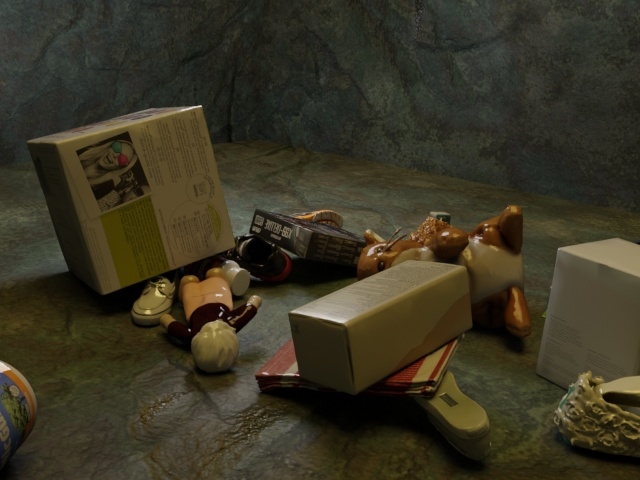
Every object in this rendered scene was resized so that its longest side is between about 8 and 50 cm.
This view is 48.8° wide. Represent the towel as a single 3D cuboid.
[{"bbox_3d":[0.075,0.211,1.273,0.328,0.037,0.237,-3,16,24],"label":"towel"}]

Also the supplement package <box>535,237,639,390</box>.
[{"bbox_3d":[0.566,0.155,1.334,0.198,0.263,0.199,-7,20,-34],"label":"supplement package"}]

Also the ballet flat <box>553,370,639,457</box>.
[{"bbox_3d":[0.587,0.289,1.117,0.408,0.147,0.147,7,16,5],"label":"ballet flat"}]

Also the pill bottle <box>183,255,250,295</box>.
[{"bbox_3d":[-0.246,0.081,1.686,0.151,0.086,0.086,14,19,32],"label":"pill bottle"}]

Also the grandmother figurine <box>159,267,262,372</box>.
[{"bbox_3d":[-0.217,0.158,1.429,0.207,0.104,0.342,-23,22,-2],"label":"grandmother figurine"}]

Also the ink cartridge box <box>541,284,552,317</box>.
[{"bbox_3d":[0.629,0.143,1.752,0.108,0.062,0.209,14,19,27],"label":"ink cartridge box"}]

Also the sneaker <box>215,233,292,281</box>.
[{"bbox_3d":[-0.211,0.032,1.771,0.275,0.098,0.135,8,-22,10],"label":"sneaker"}]

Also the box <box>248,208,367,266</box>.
[{"bbox_3d":[0.000,0.000,1.913,0.307,0.077,0.242,11,8,-44],"label":"box"}]

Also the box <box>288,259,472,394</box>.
[{"bbox_3d":[0.110,0.137,1.216,0.311,0.121,0.148,-20,17,-38],"label":"box"}]

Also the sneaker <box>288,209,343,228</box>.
[{"bbox_3d":[-0.030,-0.059,2.242,0.214,0.084,0.083,-3,13,-22],"label":"sneaker"}]

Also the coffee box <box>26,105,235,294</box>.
[{"bbox_3d":[-0.441,-0.111,1.648,0.334,0.339,0.337,-21,19,-28],"label":"coffee box"}]

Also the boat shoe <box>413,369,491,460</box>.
[{"bbox_3d":[0.205,0.280,1.143,0.079,0.081,0.227,-18,17,-10],"label":"boat shoe"}]

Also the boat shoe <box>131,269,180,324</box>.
[{"bbox_3d":[-0.364,0.114,1.560,0.083,0.076,0.226,4,16,-2],"label":"boat shoe"}]

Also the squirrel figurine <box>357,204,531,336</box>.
[{"bbox_3d":[0.278,0.072,1.665,0.370,0.281,0.397,-4,1,9],"label":"squirrel figurine"}]

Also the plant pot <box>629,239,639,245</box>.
[{"bbox_3d":[0.818,0.107,1.645,0.235,0.236,0.212,-7,14,-33],"label":"plant pot"}]

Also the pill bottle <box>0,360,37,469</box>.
[{"bbox_3d":[-0.477,0.265,0.871,0.152,0.153,0.272,5,17,1],"label":"pill bottle"}]

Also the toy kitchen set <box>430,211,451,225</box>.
[{"bbox_3d":[0.412,0.010,1.967,0.207,0.166,0.122,1,16,-11],"label":"toy kitchen set"}]
